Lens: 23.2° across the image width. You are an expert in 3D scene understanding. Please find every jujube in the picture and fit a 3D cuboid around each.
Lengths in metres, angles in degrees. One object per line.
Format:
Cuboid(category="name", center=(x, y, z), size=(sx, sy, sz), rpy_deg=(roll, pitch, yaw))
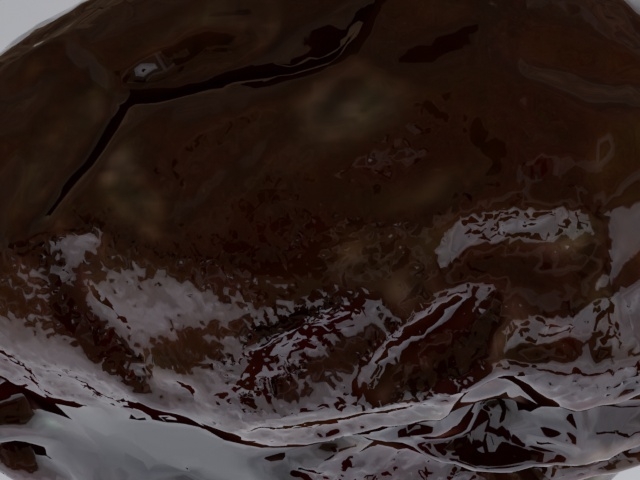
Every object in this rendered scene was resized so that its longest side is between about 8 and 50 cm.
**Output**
Cuboid(category="jujube", center=(0.000, -0.001, 0.703), size=(0.377, 0.276, 0.276), rpy_deg=(-15, -149, 18))
